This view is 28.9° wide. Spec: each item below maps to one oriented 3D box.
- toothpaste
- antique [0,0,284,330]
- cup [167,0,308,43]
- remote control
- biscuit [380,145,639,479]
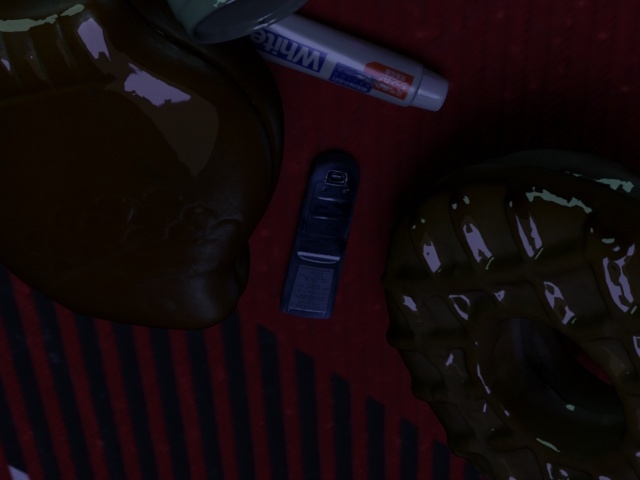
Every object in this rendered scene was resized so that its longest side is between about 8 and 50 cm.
[{"bbox_3d":[-0.017,-0.134,0.839,0.218,0.033,0.052,19,128,-10],"label":"toothpaste"},{"bbox_3d":[-0.130,-0.063,0.817,0.224,0.129,0.278,-11,130,17],"label":"antique"},{"bbox_3d":[-0.063,-0.192,0.705,0.120,0.120,0.141,-26,81,19],"label":"cup"},{"bbox_3d":[0.000,-0.001,0.946,0.044,0.027,0.152,4,130,-9],"label":"remote control"},{"bbox_3d":[0.184,0.083,0.864,0.332,0.103,0.332,30,140,29],"label":"biscuit"}]
